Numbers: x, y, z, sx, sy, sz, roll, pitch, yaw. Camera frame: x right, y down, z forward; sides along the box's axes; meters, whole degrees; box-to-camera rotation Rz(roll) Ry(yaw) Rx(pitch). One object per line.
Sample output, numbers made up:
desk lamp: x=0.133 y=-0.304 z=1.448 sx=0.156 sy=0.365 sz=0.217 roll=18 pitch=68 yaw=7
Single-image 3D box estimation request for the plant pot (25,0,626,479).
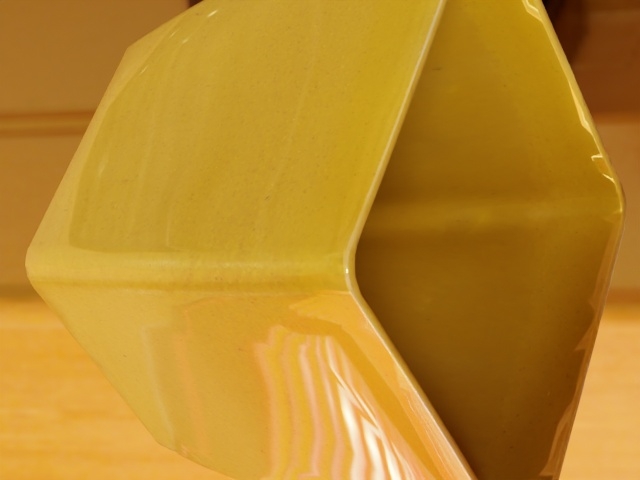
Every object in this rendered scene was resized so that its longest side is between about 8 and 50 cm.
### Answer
plant pot: x=0.000 y=0.000 z=0.818 sx=0.212 sy=0.187 sz=0.212 roll=58 pitch=-138 yaw=-41
